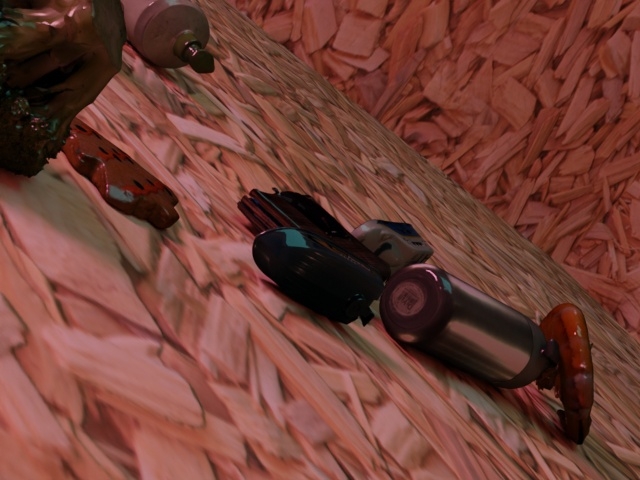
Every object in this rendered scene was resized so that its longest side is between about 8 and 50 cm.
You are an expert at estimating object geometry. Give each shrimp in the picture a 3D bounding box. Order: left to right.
[{"bbox_3d":[0.267,0.146,1.628,0.068,0.150,0.248,-3,-8,4],"label":"shrimp"}]

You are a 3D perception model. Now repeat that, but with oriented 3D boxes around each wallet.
[{"bbox_3d":[0.000,0.000,1.397,0.124,0.042,0.230,44,11,8],"label":"wallet"}]

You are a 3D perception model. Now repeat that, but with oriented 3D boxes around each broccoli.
[{"bbox_3d":[-0.190,-0.117,0.916,0.146,0.138,0.162,46,39,-59],"label":"broccoli"}]

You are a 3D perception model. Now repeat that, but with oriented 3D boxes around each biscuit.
[{"bbox_3d":[-0.154,-0.056,1.088,0.130,0.019,0.119,41,8,7],"label":"biscuit"}]

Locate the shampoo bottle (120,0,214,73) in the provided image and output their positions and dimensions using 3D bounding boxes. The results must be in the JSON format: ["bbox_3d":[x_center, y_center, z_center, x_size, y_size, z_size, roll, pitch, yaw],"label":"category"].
[{"bbox_3d":[-0.204,-0.273,1.754,0.234,0.087,0.118,45,7,30],"label":"shampoo bottle"}]

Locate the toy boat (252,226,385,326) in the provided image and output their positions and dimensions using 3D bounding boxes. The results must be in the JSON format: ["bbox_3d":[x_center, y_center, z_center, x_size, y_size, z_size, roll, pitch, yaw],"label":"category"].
[{"bbox_3d":[-0.007,0.022,1.201,0.141,0.055,0.060,30,21,-48],"label":"toy boat"}]

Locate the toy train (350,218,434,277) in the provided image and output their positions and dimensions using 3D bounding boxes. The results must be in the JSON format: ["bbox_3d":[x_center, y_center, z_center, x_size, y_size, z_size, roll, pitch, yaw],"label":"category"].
[{"bbox_3d":[0.073,0.010,1.631,0.051,0.052,0.234,47,9,10],"label":"toy train"}]

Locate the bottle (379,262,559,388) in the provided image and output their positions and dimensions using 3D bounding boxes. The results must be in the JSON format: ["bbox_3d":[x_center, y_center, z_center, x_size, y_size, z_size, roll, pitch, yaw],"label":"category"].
[{"bbox_3d":[0.153,0.087,1.447,0.096,0.079,0.254,-2,-18,31],"label":"bottle"}]
